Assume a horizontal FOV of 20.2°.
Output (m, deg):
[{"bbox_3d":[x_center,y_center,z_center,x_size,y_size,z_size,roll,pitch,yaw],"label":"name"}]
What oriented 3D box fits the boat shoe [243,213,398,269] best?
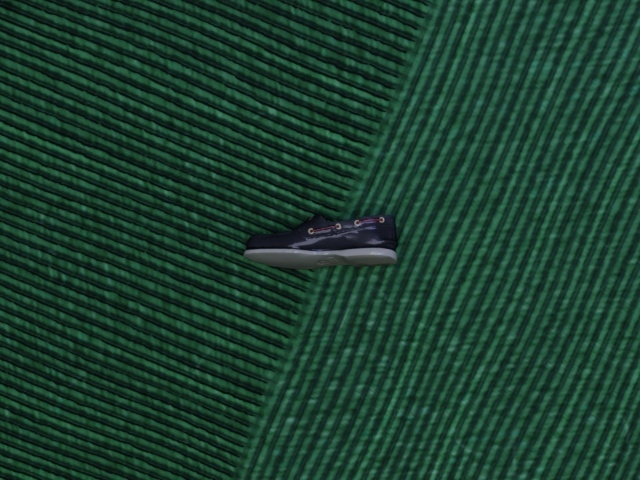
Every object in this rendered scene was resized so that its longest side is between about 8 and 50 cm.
[{"bbox_3d":[0.000,0.000,1.530,0.133,0.049,0.042,-3,74,12],"label":"boat shoe"}]
